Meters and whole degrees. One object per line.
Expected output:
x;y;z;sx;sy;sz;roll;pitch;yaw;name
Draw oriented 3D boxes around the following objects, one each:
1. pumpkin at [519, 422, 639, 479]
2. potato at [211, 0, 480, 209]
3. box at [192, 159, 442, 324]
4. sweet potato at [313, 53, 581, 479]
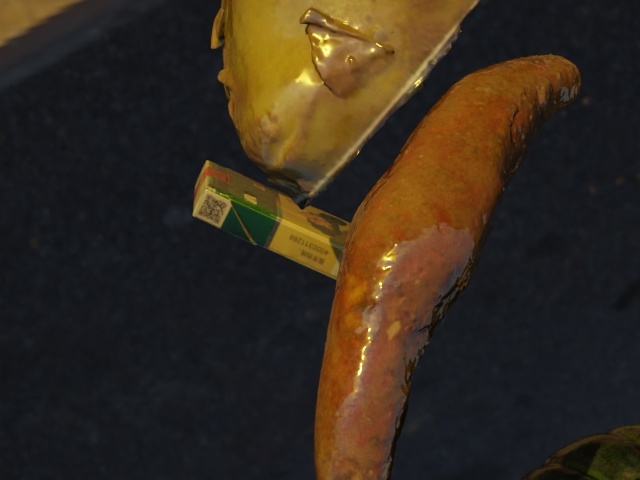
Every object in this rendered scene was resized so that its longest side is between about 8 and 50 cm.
0.187;0.226;0.890;0.250;0.250;0.216;-13;177;-13;pumpkin
0.011;-0.191;1.171;0.299;0.196;0.246;-52;-177;-4;potato
0.000;0.000;1.436;0.235;0.132;0.034;24;101;-9;box
0.044;0.003;0.681;0.058;0.255;0.078;6;145;32;sweet potato
